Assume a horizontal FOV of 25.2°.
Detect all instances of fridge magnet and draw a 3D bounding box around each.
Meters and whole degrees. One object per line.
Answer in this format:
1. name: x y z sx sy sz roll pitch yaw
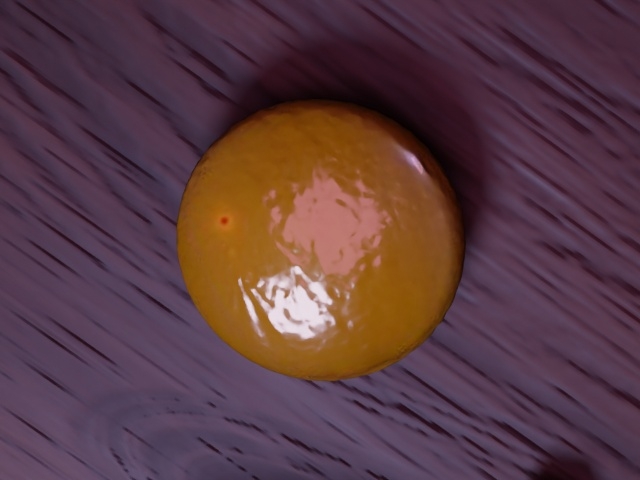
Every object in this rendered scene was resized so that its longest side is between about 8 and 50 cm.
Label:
1. fridge magnet: 0.000 0.000 0.701 0.143 0.063 0.143 2 107 8
